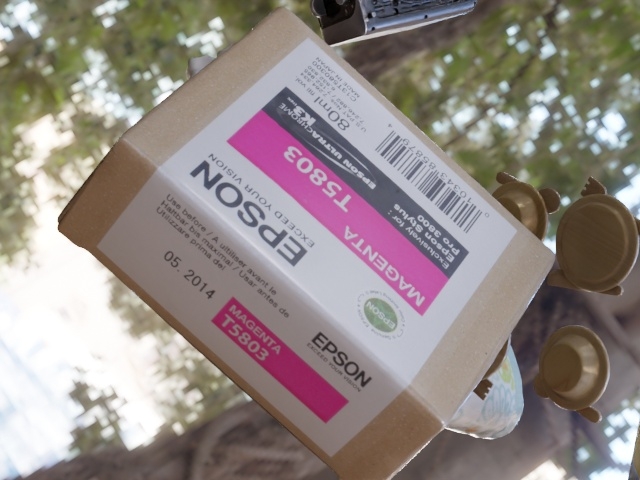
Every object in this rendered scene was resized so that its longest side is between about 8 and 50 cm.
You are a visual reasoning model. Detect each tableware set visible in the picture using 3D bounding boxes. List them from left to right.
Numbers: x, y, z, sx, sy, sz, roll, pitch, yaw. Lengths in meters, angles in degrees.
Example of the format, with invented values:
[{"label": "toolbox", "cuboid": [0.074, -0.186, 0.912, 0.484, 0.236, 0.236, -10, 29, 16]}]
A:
[{"label": "tableware set", "cuboid": [0.144, 0.034, 1.034, 0.141, 0.020, 0.169, 25, -76, 43]}]

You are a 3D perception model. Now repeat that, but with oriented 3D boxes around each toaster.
[{"label": "toaster", "cuboid": [0.068, -0.300, 1.616, 0.110, 0.185, 0.168, -8, -82, 57]}]

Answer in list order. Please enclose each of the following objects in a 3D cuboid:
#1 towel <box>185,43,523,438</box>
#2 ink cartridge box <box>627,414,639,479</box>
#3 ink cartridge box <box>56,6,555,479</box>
[{"label": "towel", "cuboid": [0.036, 0.006, 1.456, 0.320, 0.090, 0.374, 19, 40, -57]}, {"label": "ink cartridge box", "cuboid": [0.349, 0.290, 1.317, 0.303, 0.072, 0.307, 83, -9, -57]}, {"label": "ink cartridge box", "cuboid": [0.000, 0.000, 0.901, 0.234, 0.193, 0.088, 42, -51, -1]}]
